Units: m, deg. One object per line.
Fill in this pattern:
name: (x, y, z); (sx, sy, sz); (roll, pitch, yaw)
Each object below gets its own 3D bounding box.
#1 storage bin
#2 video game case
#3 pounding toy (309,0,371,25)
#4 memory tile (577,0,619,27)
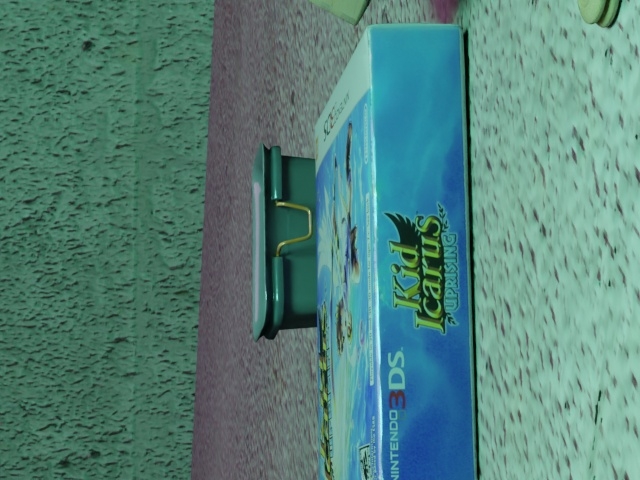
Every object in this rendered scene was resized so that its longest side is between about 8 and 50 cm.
storage bin: (0.000, 0.000, 1.301); (0.098, 0.091, 0.135); (116, 153, -72)
video game case: (0.039, 0.030, 1.123); (0.244, 0.061, 0.269); (122, 148, -77)
pounding toy: (0.041, -0.234, 1.051); (0.206, 0.094, 0.181); (-61, 0, -16)
memory tile: (0.115, -0.174, 0.764); (0.113, 0.012, 0.148); (101, 168, -50)
